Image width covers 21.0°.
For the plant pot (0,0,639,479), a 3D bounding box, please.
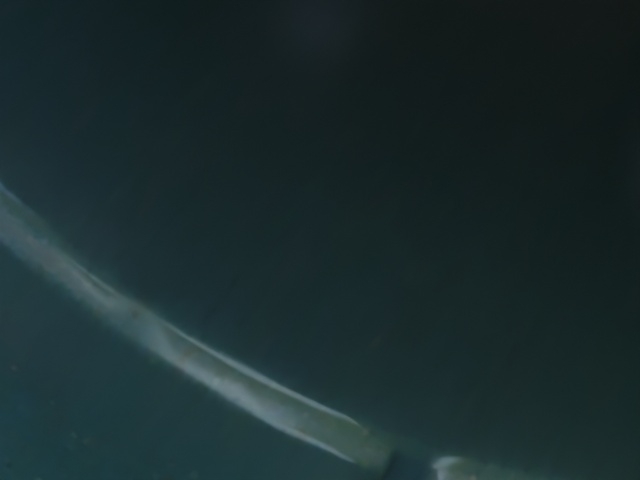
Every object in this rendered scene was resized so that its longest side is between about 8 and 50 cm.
[{"bbox_3d":[0.046,-0.111,0.316,0.341,0.341,0.334,50,51,-18],"label":"plant pot"}]
